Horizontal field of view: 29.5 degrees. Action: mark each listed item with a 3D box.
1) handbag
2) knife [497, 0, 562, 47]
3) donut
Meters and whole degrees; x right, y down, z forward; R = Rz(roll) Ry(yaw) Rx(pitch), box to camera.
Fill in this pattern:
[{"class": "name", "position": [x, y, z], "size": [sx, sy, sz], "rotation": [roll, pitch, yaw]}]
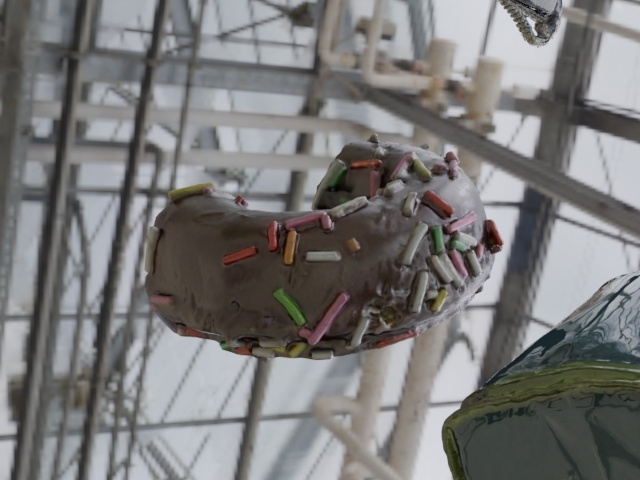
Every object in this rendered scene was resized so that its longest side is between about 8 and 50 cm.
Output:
[{"class": "handbag", "position": [0.242, 0.158, 0.822], "size": [0.222, 0.241, 0.263], "rotation": [-13, -78, 38]}, {"class": "knife", "position": [0.211, -0.341, 1.547], "size": [0.043, 0.365, 0.089], "rotation": [17, -92, 45]}, {"class": "donut", "position": [0.017, 0.004, 1.148], "size": [0.259, 0.345, 0.136], "rotation": [22, -54, 54]}]
